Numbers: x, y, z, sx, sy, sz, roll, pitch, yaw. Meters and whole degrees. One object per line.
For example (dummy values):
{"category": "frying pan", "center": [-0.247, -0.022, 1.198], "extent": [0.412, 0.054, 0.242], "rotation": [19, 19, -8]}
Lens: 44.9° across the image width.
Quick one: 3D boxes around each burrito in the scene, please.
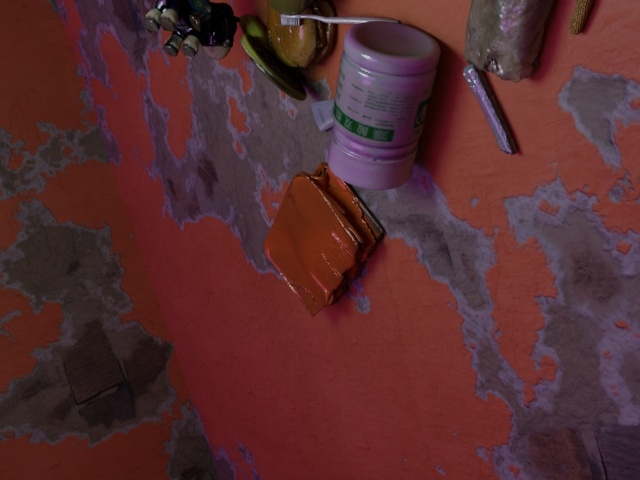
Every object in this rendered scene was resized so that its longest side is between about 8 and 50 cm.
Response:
{"category": "burrito", "center": [0.355, -0.455, 1.423], "extent": [0.175, 0.107, 0.348], "rotation": [34, 138, 22]}

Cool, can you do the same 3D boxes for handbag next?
{"category": "handbag", "center": [0.000, 0.000, 2.197], "extent": [0.303, 0.116, 0.410], "rotation": [53, 145, 17]}

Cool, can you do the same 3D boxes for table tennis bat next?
{"category": "table tennis bat", "center": [-0.141, -0.498, 2.067], "extent": [0.054, 0.224, 0.369], "rotation": [-43, 47, 18]}

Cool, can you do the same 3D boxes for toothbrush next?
{"category": "toothbrush", "center": [0.040, -0.510, 1.806], "extent": [0.307, 0.025, 0.030], "rotation": [10, 113, 25]}

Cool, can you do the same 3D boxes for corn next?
{"category": "corn", "center": [0.461, -0.403, 1.364], "extent": [0.027, 0.028, 0.083], "rotation": [38, 141, 29]}

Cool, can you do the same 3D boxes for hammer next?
{"category": "hammer", "center": [0.034, -0.615, 1.762], "extent": [0.305, 0.202, 0.113], "rotation": [-2, 136, 34]}

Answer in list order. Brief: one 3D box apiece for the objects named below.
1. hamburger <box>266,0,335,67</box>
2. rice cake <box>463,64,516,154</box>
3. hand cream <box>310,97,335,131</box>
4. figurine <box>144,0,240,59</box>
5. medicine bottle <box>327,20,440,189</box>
{"category": "hamburger", "center": [-0.053, -0.543, 1.959], "extent": [0.214, 0.108, 0.214], "rotation": [38, 138, 45]}
{"category": "rice cake", "center": [0.351, -0.269, 1.596], "extent": [0.033, 0.033, 0.208], "rotation": [-27, 87, 48]}
{"category": "hand cream", "center": [0.053, -0.334, 1.973], "extent": [0.255, 0.048, 0.079], "rotation": [-4, 106, 57]}
{"category": "figurine", "center": [-0.304, -0.664, 2.004], "extent": [0.241, 0.306, 0.412], "rotation": [4, 88, 50]}
{"category": "medicine bottle", "center": [0.134, -0.300, 1.728], "extent": [0.212, 0.212, 0.325], "rotation": [43, 139, 34]}
